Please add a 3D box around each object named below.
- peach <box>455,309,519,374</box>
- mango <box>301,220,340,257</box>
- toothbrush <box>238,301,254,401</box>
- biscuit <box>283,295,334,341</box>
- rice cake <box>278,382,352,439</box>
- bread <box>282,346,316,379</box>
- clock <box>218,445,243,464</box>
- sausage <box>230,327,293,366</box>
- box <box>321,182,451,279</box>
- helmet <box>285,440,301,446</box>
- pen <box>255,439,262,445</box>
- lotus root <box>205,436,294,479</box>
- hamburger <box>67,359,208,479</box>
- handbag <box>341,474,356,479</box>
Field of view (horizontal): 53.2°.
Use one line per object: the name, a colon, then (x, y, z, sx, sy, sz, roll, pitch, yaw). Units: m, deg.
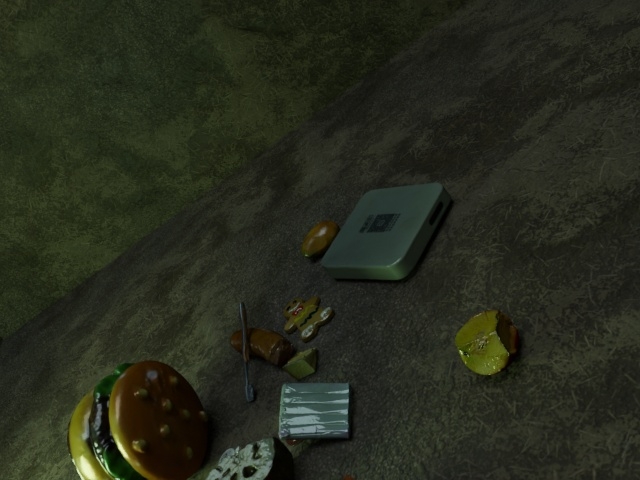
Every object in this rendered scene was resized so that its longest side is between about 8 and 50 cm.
peach: (0.390, 0.239, 1.495, 0.151, 0.118, 0.151, -5, 81, 30)
mango: (0.000, -0.005, 2.334, 0.165, 0.089, 0.115, -36, 38, 16)
toothbrush: (-0.238, 0.349, 2.031, 0.031, 0.023, 0.321, -28, 62, 38)
biscuit: (-0.056, 0.245, 2.107, 0.158, 0.035, 0.240, -46, 29, -14)
rice cake: (-0.014, 0.452, 1.701, 0.198, 0.037, 0.189, -9, 38, 10)
bread: (-0.057, 0.348, 1.917, 0.084, 0.080, 0.109, -25, 35, 22)
clock: (-0.249, 0.636, 1.791, 0.087, 0.041, 0.129, -37, 24, 15)
sausage: (-0.198, 0.338, 2.080, 0.270, 0.109, 0.109, 0, 48, 50)
box: (0.212, -0.028, 2.105, 0.373, 0.090, 0.367, -3, 46, 50)
helmet: (-0.070, 0.499, 1.747, 0.111, 0.057, 0.089, -49, 32, -15)
pen: (-0.186, 0.633, 1.729, 0.053, 0.032, 0.197, -22, 33, 30)
lotus root: (-0.176, 0.612, 1.622, 0.235, 0.119, 0.138, -32, 45, -6)
hamburger: (-0.516, 0.547, 1.898, 0.277, 0.396, 0.396, -30, 30, 21)
handbag: (0.091, 0.632, 1.223, 0.303, 0.116, 0.410, -25, 18, -32)
